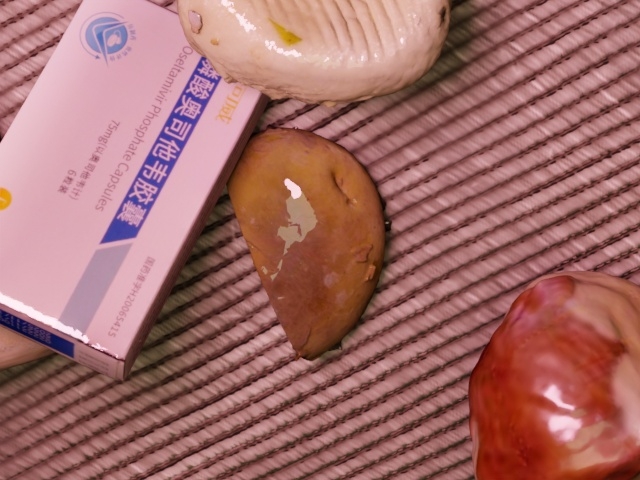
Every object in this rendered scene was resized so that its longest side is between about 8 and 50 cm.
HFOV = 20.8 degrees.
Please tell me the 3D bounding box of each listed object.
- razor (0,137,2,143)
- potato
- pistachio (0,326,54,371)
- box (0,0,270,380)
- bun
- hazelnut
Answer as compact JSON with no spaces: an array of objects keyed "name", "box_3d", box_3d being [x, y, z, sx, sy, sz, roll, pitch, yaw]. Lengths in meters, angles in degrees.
[{"name":"razor","box_3d":[-0.357,-0.136,1.732,0.054,0.090,0.148,-8,100,8]},{"name":"potato","box_3d":[0.000,0.000,1.719,0.138,0.098,0.243,-22,101,10]},{"name":"pistachio","box_3d":[-0.366,0.050,1.730,0.331,0.208,0.226,-5,148,-5]},{"name":"box","box_3d":[-0.198,-0.063,1.640,0.200,0.065,0.343,25,68,3]},{"name":"bun","box_3d":[-0.007,-0.236,1.624,0.259,0.160,0.259,0,77,-1]},{"name":"hazelnut","box_3d":[0.264,0.164,1.652,0.261,0.241,0.261,5,80,-31]}]
